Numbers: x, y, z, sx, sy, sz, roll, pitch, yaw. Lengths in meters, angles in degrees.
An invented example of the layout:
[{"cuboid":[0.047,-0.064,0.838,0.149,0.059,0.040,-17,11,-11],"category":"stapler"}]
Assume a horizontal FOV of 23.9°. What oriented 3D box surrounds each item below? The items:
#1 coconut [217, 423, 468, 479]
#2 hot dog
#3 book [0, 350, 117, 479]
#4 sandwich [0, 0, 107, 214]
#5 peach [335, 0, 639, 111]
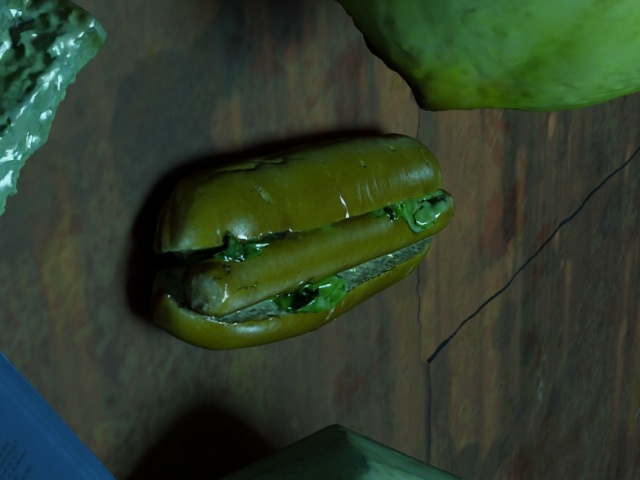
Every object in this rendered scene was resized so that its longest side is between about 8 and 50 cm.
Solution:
[{"cuboid":[0.003,0.216,0.775,0.259,0.259,0.259,-35,134,-46],"category":"coconut"},{"cuboid":[0.000,0.000,0.804,0.249,0.068,0.100,-19,121,-55],"category":"hot dog"},{"cuboid":[-0.187,0.117,0.605,0.191,0.025,0.269,-59,148,-23],"category":"book"},{"cuboid":[-0.143,-0.068,0.510,0.090,0.088,0.244,-61,149,-11],"category":"sandwich"},{"cuboid":[0.115,-0.223,0.661,0.316,0.281,0.314,-57,-166,26],"category":"peach"}]
